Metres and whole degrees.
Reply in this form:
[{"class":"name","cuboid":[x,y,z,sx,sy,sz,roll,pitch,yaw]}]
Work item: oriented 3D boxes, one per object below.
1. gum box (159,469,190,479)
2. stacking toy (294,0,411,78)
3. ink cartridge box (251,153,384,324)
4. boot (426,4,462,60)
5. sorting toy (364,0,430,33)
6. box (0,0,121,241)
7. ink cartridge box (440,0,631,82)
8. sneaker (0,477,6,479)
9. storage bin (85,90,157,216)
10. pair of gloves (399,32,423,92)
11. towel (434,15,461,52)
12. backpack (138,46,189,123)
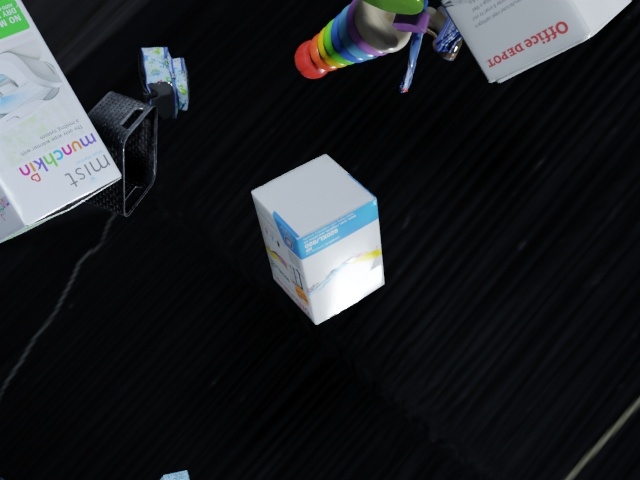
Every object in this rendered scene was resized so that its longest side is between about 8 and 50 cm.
[{"class":"gum box","cuboid":[-0.211,0.453,1.060,0.041,0.157,0.184,0,-128,-35]},{"class":"stacking toy","cuboid":[0.053,-0.438,1.632,0.141,0.141,0.330,45,153,-19]},{"class":"ink cartridge box","cuboid":[0.000,0.000,1.370,0.171,0.168,0.233,45,155,41]},{"class":"boot","cuboid":[0.307,-0.535,1.777,0.082,0.106,0.219,11,-139,-24]},{"class":"sorting toy","cuboid":[0.125,-0.480,1.261,0.127,0.126,0.365,17,180,26]},{"class":"box","cuboid":[-0.371,-0.129,0.865,0.262,0.126,0.231,-7,113,59]},{"class":"ink cartridge box","cuboid":[0.192,-0.283,0.745,0.203,0.086,0.148,56,153,-10]},{"class":"sneaker","cuboid":[-0.568,0.427,1.209,0.211,0.080,0.081,-17,133,44]},{"class":"storage bin","cuboid":[-0.344,-0.147,1.255,0.084,0.122,0.180,20,135,4]},{"class":"pair of gloves","cuboid":[0.191,-0.386,1.527,0.023,0.159,0.198,15,-167,6]},{"class":"towel","cuboid":[0.344,-0.510,1.409,0.040,0.243,0.336,29,168,-12]},{"class":"backpack","cuboid":[-0.274,-0.280,1.290,0.105,0.084,0.114,104,152,-61]}]
